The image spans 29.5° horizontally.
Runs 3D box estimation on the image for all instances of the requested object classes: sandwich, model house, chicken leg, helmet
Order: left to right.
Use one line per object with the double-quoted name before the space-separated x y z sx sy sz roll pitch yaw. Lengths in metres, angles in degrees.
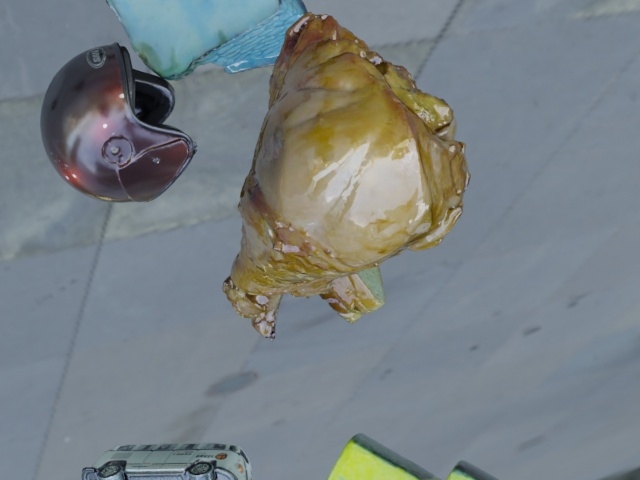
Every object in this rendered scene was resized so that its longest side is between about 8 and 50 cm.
"helmet" -0.270 -0.150 1.600 0.193 0.189 0.216 -12 125 -9
"model house" -0.151 -0.366 1.746 0.226 0.261 0.241 -29 169 20
"chicken leg" -0.001 -0.060 1.120 0.182 0.295 0.409 4 149 -18
"sandwich" 0.000 0.000 1.683 0.065 0.186 0.214 -35 120 15

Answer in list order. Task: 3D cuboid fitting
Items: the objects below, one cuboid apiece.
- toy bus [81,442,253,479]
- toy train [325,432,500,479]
"toy bus" -0.162 0.272 1.358 0.194 0.087 0.089 -5 -158 20
"toy train" 0.143 0.361 1.119 0.272 0.442 0.179 -60 167 -7
